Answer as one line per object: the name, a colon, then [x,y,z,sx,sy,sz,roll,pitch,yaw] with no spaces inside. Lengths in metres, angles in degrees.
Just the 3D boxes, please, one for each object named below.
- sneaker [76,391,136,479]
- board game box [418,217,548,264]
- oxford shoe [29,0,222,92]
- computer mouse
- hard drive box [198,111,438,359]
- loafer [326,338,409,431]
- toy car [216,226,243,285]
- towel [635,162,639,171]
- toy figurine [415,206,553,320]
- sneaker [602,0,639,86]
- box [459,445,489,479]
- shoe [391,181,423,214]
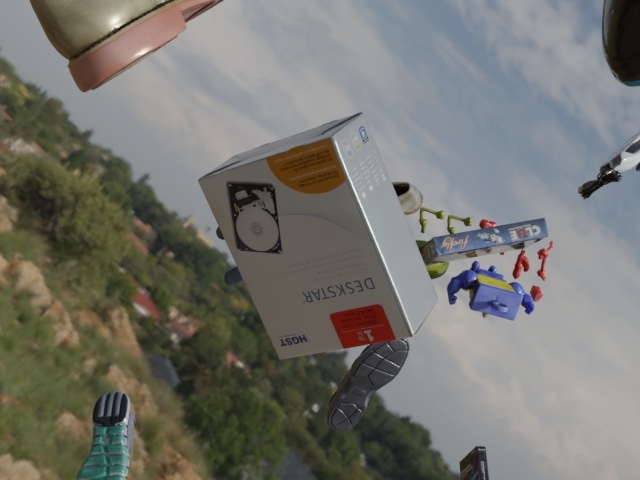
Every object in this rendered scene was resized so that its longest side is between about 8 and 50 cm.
sneaker: [-0.342,0.369,1.474,0.083,0.223,0.098,-1,-35,11]
board game box: [0.346,0.005,1.911,0.165,0.243,0.042,113,-33,-80]
oxford shoe: [-0.190,-0.323,1.048,0.146,0.141,0.397,55,34,-18]
computer mouse: [0.558,-0.141,1.647,0.042,0.193,0.106,49,-32,4]
hard drive box: [0.000,0.000,0.981,0.089,0.181,0.232,-45,115,-55]
loafer: [0.106,0.337,2.215,0.109,0.302,0.095,30,15,-21]
toy car: [-0.072,0.008,1.449,0.149,0.189,0.155,98,-17,-86]
towel: [0.756,-0.277,1.940,0.040,0.243,0.336,14,18,26]
toy figurine: [0.368,0.081,1.999,0.363,0.191,0.217,17,24,-9]
sneaker: [0.348,-0.341,0.965,0.140,0.340,0.125,9,-1,-37]
box: [0.382,0.606,2.201,0.029,0.162,0.116,11,-38,-11]
shoe: [0.068,-0.074,1.565,0.219,0.076,0.058,-6,-16,19]
